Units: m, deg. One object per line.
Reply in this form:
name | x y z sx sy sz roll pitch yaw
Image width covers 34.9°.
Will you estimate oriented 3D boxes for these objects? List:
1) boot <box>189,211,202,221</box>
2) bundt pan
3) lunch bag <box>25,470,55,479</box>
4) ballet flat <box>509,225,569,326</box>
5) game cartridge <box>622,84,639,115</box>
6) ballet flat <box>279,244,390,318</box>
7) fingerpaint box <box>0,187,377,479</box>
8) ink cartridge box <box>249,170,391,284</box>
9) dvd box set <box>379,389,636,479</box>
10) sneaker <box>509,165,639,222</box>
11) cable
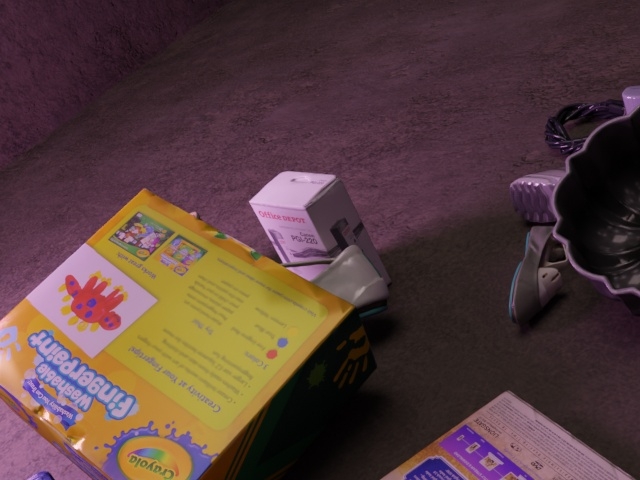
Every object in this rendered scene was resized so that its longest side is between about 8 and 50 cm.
boot | -0.232 0.059 1.847 0.077 0.165 0.213 -16 26 22
bundt pan | 0.478 -0.029 1.332 0.331 0.124 0.331 -16 48 19
lunch bag | -0.420 0.395 1.509 0.098 0.067 0.065 -31 27 -13
ballet flat | 0.324 0.044 1.478 0.068 0.072 0.213 -5 32 25
game cartridge | 0.581 -0.133 1.424 0.294 0.196 0.060 3 38 45
ballet flat | -0.084 0.114 1.614 0.400 0.139 0.139 -23 26 17
fingerpaint box | -0.210 0.173 1.430 0.445 0.163 0.371 27 62 34
ink cartridge box | 0.000 0.000 1.684 0.092 0.218 0.158 -41 29 -28
dvd box set | 0.131 0.354 1.087 0.420 0.062 0.307 -33 27 -14
sneaker | 0.426 -0.079 1.573 0.115 0.105 0.281 -32 29 -27
cable | 0.478 -0.200 1.829 0.150 0.047 0.184 -42 32 -19
